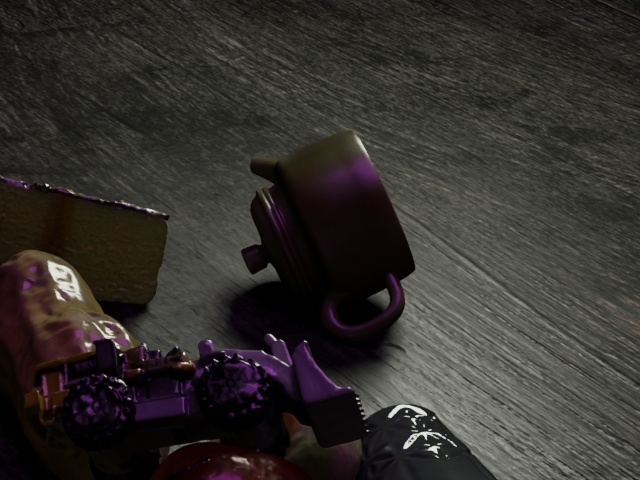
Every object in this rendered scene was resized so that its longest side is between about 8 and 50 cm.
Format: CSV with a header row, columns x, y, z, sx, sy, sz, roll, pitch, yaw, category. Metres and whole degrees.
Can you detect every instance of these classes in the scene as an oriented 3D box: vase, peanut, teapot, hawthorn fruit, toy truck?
x,y,z,sx,sy,sz,roll,pitch,yaw,category
0.117,0.251,1.643,0.251,0.156,0.301,-1,21,-13,vase
-0.239,0.119,1.778,0.149,0.149,0.313,-3,28,-27,peanut
0.000,0.000,2.110,0.175,0.185,0.267,-26,62,0,teapot
-0.064,0.266,1.496,0.185,0.185,0.202,-5,36,-30,hawthorn fruit
-0.105,0.134,1.584,0.286,0.136,0.111,-7,62,5,toy truck

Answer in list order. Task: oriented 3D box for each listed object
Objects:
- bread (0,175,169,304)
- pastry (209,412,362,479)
x,y,z,sx,sy,sz,roll,pitch,yaw,category
-0.287,-0.037,2.083,0.240,0.135,0.178,12,27,-8,bread
-0.036,0.205,1.679,0.092,0.156,0.156,47,13,-24,pastry
